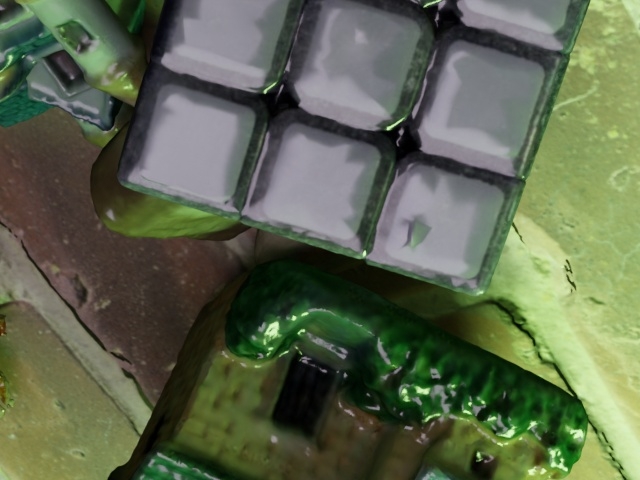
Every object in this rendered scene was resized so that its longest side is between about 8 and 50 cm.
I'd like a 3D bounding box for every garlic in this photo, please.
[{"bbox_3d":[-0.003,-0.010,1.769,0.195,0.087,0.101,-29,133,31],"label":"garlic"}]

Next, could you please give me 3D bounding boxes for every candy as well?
[{"bbox_3d":[-0.117,-0.059,1.664,0.104,0.234,0.102,-25,77,26],"label":"candy"}]

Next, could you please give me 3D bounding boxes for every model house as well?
[{"bbox_3d":[-0.263,-0.162,1.631,0.267,0.194,0.325,-20,127,26],"label":"model house"},{"bbox_3d":[0.002,0.261,1.776,0.382,0.343,0.334,29,157,-9],"label":"model house"}]

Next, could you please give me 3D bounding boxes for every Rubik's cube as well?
[{"bbox_3d":[0.031,-0.167,1.411,0.305,0.301,0.304,16,104,-5],"label":"Rubik's cube"}]

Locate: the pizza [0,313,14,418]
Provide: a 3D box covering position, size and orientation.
[{"bbox_3d":[-0.434,0.101,1.976,0.189,0.071,0.297,0,131,13],"label":"pizza"}]
